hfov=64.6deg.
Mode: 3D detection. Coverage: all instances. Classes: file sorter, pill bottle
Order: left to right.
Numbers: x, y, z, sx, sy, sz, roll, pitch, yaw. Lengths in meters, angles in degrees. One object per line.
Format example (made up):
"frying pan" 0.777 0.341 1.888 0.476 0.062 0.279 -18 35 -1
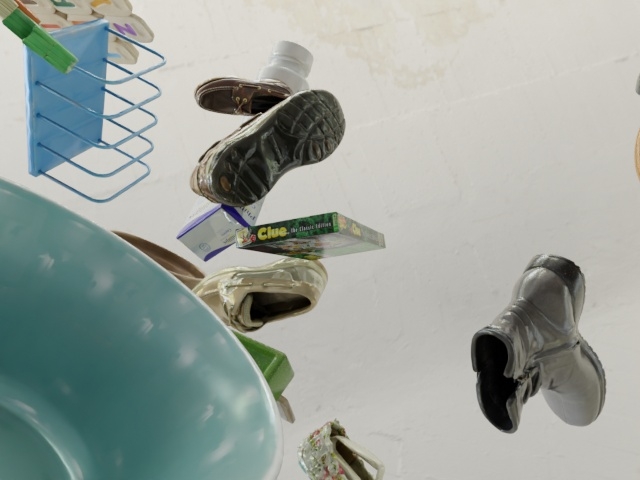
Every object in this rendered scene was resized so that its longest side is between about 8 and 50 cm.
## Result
"file sorter" -0.261 -0.148 0.600 0.104 0.170 0.118 28 -142 5
"pill bottle" -0.097 -0.338 1.187 0.131 0.131 0.230 16 -97 6

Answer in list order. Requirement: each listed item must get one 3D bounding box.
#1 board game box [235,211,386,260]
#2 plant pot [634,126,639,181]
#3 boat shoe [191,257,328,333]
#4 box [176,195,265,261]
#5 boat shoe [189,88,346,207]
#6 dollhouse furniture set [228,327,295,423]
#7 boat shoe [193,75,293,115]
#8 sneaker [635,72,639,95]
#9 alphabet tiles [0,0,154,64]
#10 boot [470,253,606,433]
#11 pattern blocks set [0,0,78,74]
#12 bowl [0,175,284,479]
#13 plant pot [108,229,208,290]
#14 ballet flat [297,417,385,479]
"board game box" 0.000 0.000 0.720 0.136 0.259 0.031 -12 -99 17
"plant pot" 0.523 -0.097 0.599 0.203 0.291 0.291 15 -123 -30
"boat shoe" -0.132 0.111 0.917 0.302 0.109 0.098 -15 -149 23
"box" -0.171 -0.051 0.899 0.072 0.126 0.137 43 -145 -26
"boat shoe" -0.087 -0.163 0.846 0.119 0.123 0.324 2 -150 43
"dollhouse furniture set" -0.161 0.259 0.545 0.151 0.198 0.302 21 -126 27
"boat shoe" -0.151 -0.291 1.038 0.206 0.073 0.073 -10 -130 -19
"sneaker" 0.381 -0.211 0.508 0.170 0.089 0.051 -31 -137 -23
"alphabet tiles" -0.396 -0.359 0.739 0.277 0.284 0.021 9 -107 18
"boot" 0.318 0.208 0.763 0.222 0.339 0.118 -40 -154 -31
"pattern blocks set" -0.321 -0.257 0.379 0.325 0.285 0.026 43 -91 2
"bowl" -0.191 0.096 0.300 0.311 0.311 0.163 38 -87 17
"plant pot" -0.369 0.076 1.078 0.237 0.237 0.110 28 -90 12
"ballet flat" 0.063 0.307 0.597 0.241 0.091 0.077 37 -84 34
